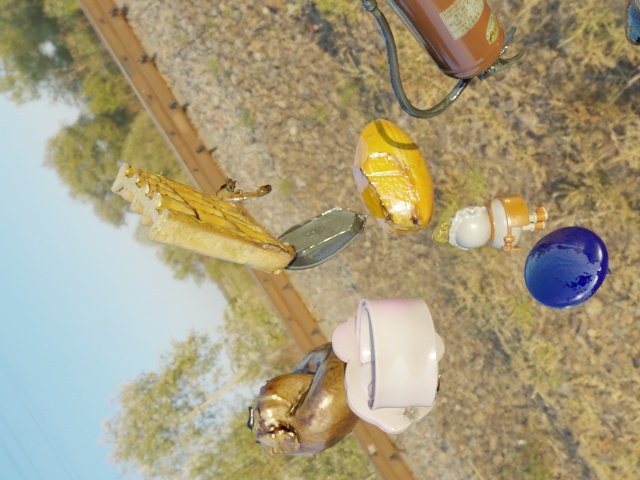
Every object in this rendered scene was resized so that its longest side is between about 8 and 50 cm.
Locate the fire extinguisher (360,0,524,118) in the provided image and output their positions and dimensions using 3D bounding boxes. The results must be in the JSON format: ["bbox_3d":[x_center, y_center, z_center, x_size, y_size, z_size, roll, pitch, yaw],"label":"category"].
[{"bbox_3d":[0.154,-0.317,0.939,0.376,0.200,0.113,30,-145,-46],"label":"fire extinguisher"}]

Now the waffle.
[{"bbox_3d":[-0.242,-0.045,1.319,0.304,0.077,0.348,20,-170,-34],"label":"waffle"}]

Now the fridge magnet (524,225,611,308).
[{"bbox_3d":[0.738,0.082,1.929,0.113,0.265,0.265,30,-173,-34],"label":"fridge magnet"}]

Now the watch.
[{"bbox_3d":[0.135,0.184,1.116,0.217,0.211,0.248,95,173,-45],"label":"watch"}]

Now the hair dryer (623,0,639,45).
[{"bbox_3d":[0.832,-0.555,1.401,0.304,0.359,0.120,14,-143,-53],"label":"hair dryer"}]

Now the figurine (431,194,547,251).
[{"bbox_3d":[0.399,-0.030,1.512,0.143,0.271,0.143,161,90,-76],"label":"figurine"}]

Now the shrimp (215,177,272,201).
[{"bbox_3d":[-0.202,-0.138,1.710,0.195,0.148,0.035,-96,-4,-69],"label":"shrimp"}]

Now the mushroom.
[{"bbox_3d":[-0.025,0.358,1.390,0.263,0.283,0.195,-22,94,56],"label":"mushroom"}]

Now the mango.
[{"bbox_3d":[0.145,-0.130,1.301,0.126,0.154,0.252,122,134,-71],"label":"mango"}]

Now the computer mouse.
[{"bbox_3d":[0.002,0.003,1.389,0.071,0.231,0.126,64,178,-30],"label":"computer mouse"}]
